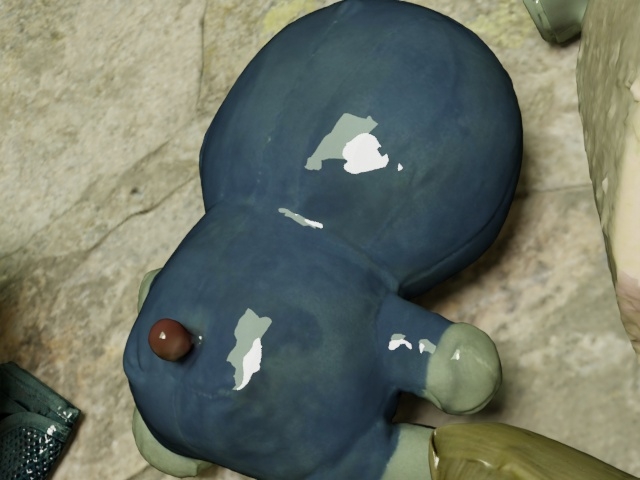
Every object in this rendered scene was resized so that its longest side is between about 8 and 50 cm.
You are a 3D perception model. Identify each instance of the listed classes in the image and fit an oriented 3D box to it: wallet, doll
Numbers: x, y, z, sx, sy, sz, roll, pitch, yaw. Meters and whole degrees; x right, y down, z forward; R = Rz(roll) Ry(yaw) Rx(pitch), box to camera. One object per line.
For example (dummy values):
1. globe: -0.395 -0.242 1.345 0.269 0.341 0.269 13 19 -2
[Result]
1. wallet: -0.206 0.142 0.678 0.088 0.026 0.129 25 80 40
2. doll: 0.000 0.000 0.567 0.228 0.154 0.259 9 62 39

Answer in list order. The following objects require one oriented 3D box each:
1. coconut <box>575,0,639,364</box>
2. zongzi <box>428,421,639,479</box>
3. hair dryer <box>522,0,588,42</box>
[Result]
1. coconut: 0.229 -0.044 0.342 0.309 0.297 0.298 15 73 37
2. zongzi: 0.104 0.212 0.405 0.228 0.115 0.256 17 84 41
3. hair dryer: 0.173 -0.108 0.581 0.106 0.054 0.154 -25 63 13
